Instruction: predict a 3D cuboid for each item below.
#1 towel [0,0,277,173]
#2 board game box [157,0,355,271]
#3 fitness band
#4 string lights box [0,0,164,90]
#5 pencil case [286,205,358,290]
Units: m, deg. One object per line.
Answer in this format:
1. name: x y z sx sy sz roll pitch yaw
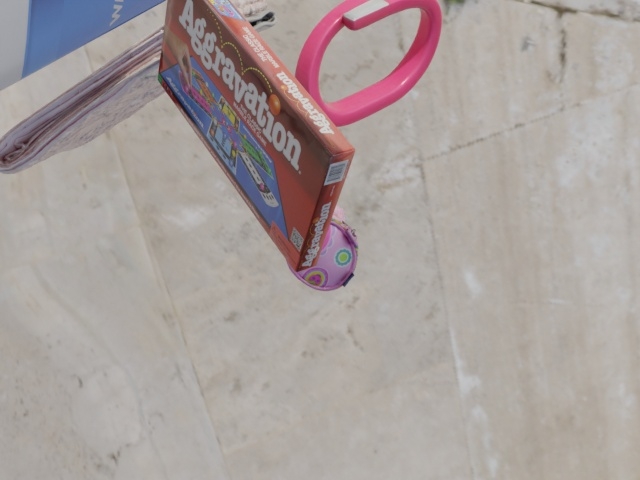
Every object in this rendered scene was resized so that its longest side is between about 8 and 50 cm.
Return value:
1. towel: -0.224 -0.204 1.227 0.317 0.332 0.053 -29 99 19
2. board game box: -0.070 -0.119 0.884 0.027 0.281 0.145 -17 144 -31
3. fitness band: 0.078 -0.294 1.533 0.291 0.054 0.209 -29 143 -33
4. string lights box: -0.114 -0.156 0.398 0.259 0.133 0.076 -48 162 -48
5. pencil case: 0.000 0.000 1.617 0.124 0.284 0.124 -1 99 -3
